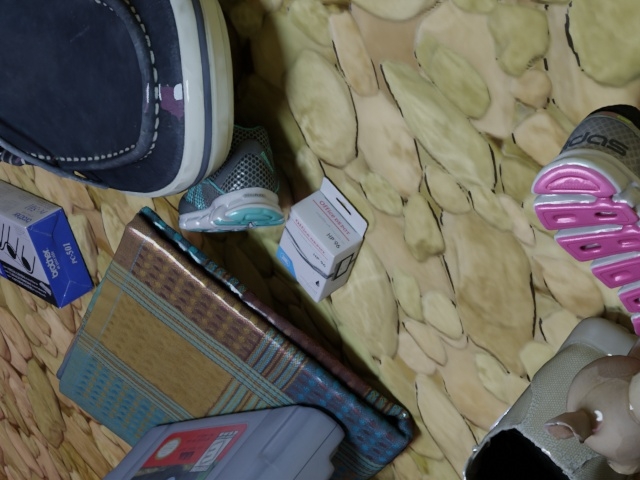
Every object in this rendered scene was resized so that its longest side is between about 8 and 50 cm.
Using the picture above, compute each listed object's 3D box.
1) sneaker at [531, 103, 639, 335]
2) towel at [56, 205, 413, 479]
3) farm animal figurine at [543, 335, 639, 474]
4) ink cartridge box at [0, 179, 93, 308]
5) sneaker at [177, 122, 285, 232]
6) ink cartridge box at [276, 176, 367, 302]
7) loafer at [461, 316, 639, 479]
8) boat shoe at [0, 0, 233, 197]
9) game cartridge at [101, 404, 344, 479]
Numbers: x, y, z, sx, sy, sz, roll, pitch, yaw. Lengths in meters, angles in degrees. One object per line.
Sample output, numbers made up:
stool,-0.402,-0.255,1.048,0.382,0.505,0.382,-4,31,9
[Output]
sneaker,0.168,0.000,0.686,0.170,0.075,0.063,44,142,-23
towel,-0.085,0.132,1.213,0.271,0.040,0.370,38,150,1
farm animal figurine,0.149,0.161,0.651,0.172,0.330,0.327,18,176,22
ink cartridge box,-0.317,-0.005,1.511,0.207,0.046,0.097,20,135,51
sneaker,-0.063,-0.045,1.037,0.166,0.065,0.076,173,96,-70
ink cartridge box,0.000,0.000,0.997,0.048,0.028,0.083,48,152,17
loafer,0.129,0.146,0.865,0.102,0.092,0.268,43,150,26
boat shoe,-0.228,-0.135,1.068,0.500,0.156,0.187,23,119,49
game cartridge,-0.120,0.220,1.136,0.060,0.196,0.294,47,149,-17
